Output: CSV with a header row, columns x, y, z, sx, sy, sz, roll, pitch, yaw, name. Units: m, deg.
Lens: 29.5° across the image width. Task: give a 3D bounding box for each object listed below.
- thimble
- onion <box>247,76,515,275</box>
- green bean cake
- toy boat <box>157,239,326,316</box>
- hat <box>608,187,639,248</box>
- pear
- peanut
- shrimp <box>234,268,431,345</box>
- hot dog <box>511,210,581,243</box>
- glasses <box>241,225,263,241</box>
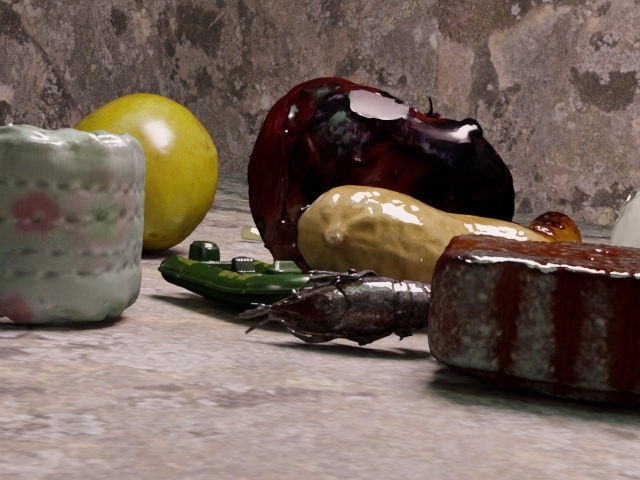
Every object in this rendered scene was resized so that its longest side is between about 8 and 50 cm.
x,y,z,sx,sy,sz,roll,pitch,yaw,name
-0.238,-0.019,0.958,0.185,0.149,0.211,0,6,-27,thimble
0.061,-0.046,1.234,0.281,0.221,0.281,10,35,-7,onion
0.194,0.054,0.854,0.233,0.097,0.198,6,7,7,green bean cake
-0.055,0.036,1.052,0.104,0.052,0.210,4,4,-38,toy boat
0.447,0.014,1.179,0.258,0.168,0.301,2,6,-27,hat
-0.214,-0.078,1.420,0.200,0.200,0.200,5,5,0,pear
0.107,0.020,1.072,0.263,0.101,0.117,14,32,-12,peanut
0.018,0.051,0.921,0.165,0.056,0.065,0,-8,3,shrimp
0.249,0.002,1.592,0.163,0.081,0.270,6,6,25,hot dog
0.003,-0.037,1.636,0.207,0.102,0.239,10,7,39,glasses
